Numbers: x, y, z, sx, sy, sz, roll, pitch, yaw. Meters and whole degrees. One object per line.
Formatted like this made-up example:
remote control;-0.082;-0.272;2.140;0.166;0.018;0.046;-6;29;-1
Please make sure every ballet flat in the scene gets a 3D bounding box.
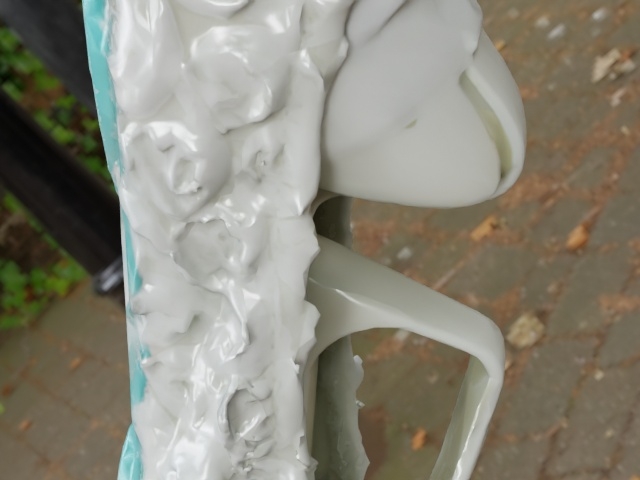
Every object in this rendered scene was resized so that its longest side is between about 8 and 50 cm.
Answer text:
ballet flat;0.000;0.000;0.463;0.147;0.147;0.409;-90;4;-62
